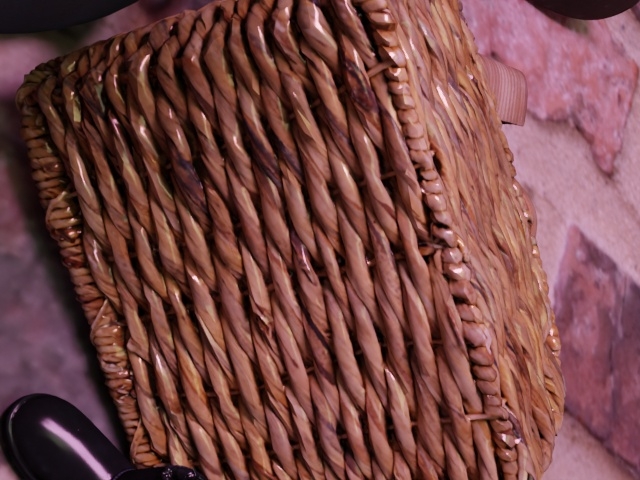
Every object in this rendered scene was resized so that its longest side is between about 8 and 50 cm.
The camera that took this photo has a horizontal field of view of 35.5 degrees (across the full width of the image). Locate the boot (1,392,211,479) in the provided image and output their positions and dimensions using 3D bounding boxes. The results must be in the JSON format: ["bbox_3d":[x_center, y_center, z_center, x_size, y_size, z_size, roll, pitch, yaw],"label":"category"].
[{"bbox_3d":[-0.098,0.125,0.507,0.045,0.099,0.121,-47,112,-38],"label":"boot"}]

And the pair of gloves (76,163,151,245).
[{"bbox_3d":[-0.108,-0.009,0.582,0.083,0.010,0.074,32,63,-32],"label":"pair of gloves"}]

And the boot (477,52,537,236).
[{"bbox_3d":[0.076,-0.047,0.719,0.152,0.073,0.197,5,80,-32],"label":"boot"}]

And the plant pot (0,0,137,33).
[{"bbox_3d":[-0.097,-0.233,0.334,0.341,0.334,0.341,2,86,-25],"label":"plant pot"}]

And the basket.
[{"bbox_3d":[0.000,0.000,0.594,0.299,0.223,0.213,71,23,-10],"label":"basket"}]

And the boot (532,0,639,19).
[{"bbox_3d":[0.165,-0.298,0.816,0.305,0.112,0.115,32,52,-30],"label":"boot"}]
